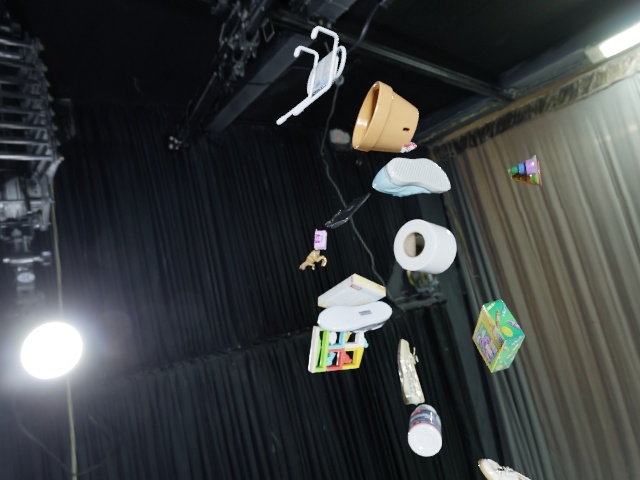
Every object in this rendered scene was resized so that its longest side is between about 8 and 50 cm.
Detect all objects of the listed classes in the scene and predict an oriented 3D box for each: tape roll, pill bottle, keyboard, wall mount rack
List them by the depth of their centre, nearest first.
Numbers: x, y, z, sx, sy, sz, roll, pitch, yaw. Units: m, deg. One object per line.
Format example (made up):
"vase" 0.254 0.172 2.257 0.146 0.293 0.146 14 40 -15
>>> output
"pill bottle" 0.360 0.644 1.427 0.108 0.108 0.180 -15 0 15
"wall mount rack" -0.042 -0.565 1.479 0.131 0.304 0.350 10 3 -21
"tape roll" 0.500 0.033 1.992 0.169 0.246 0.246 13 -23 -39
"keyboard" 0.138 -0.147 2.199 0.202 0.033 0.317 -21 17 40

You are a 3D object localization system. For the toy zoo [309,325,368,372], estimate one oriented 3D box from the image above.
"toy zoo" 0.090 0.462 1.797 0.293 0.192 0.030 6 1 -33

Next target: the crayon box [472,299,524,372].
"crayon box" 0.696 0.383 1.640 0.081 0.165 0.278 -15 -42 -4

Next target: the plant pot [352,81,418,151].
"plant pot" 0.284 -0.505 1.787 0.204 0.290 0.291 17 -15 -12

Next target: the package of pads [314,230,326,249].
"package of pads" 0.000 0.000 1.839 0.050 0.083 0.032 -4 -22 16

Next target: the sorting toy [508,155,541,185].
"sorting toy" 0.903 -0.301 1.845 0.126 0.127 0.365 -7 -1 32

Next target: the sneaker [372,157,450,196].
"sneaker" 0.352 -0.235 1.623 0.366 0.135 0.150 5 -24 -36

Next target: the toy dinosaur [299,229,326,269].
"toy dinosaur" -0.023 0.069 1.896 0.211 0.112 0.064 -58 11 19

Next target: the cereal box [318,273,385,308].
"cereal box" 0.129 0.234 1.734 0.173 0.047 0.240 26 -44 -29

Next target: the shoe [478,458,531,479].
"shoe" 0.520 0.641 1.107 0.058 0.219 0.076 -55 5 12

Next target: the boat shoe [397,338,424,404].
"boat shoe" 0.407 0.594 1.888 0.089 0.285 0.104 -4 -23 3

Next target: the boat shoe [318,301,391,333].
"boat shoe" 0.124 0.304 1.557 0.301 0.108 0.102 -6 -48 -29

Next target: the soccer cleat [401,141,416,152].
"soccer cleat" 0.362 -0.381 1.703 0.083 0.029 0.035 -20 -32 -38
